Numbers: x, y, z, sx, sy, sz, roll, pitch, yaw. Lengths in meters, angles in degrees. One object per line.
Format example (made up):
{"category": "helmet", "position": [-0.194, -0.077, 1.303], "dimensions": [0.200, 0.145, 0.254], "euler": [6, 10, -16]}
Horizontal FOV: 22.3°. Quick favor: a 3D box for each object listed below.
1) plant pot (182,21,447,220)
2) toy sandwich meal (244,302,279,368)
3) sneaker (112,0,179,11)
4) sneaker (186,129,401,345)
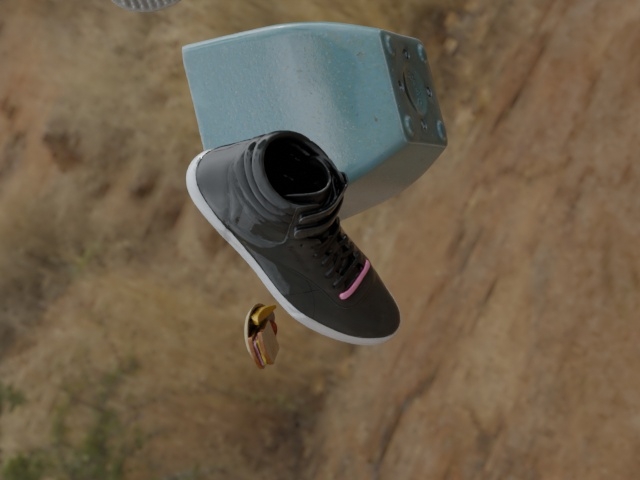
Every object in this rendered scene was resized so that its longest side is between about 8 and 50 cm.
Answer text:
{"category": "plant pot", "position": [0.013, -0.159, 2.067], "dimensions": [0.252, 0.248, 0.247], "euler": [-17, 83, 25]}
{"category": "toy sandwich meal", "position": [-0.067, 0.116, 1.999], "dimensions": [0.029, 0.085, 0.085], "euler": [-7, 51, 25]}
{"category": "sneaker", "position": [-0.109, -0.350, 1.615], "dimensions": [0.282, 0.102, 0.161], "euler": [-16, 59, 38]}
{"category": "sneaker", "position": [0.000, 0.000, 1.715], "dimensions": [0.147, 0.296, 0.104], "euler": [-23, 27, 56]}
